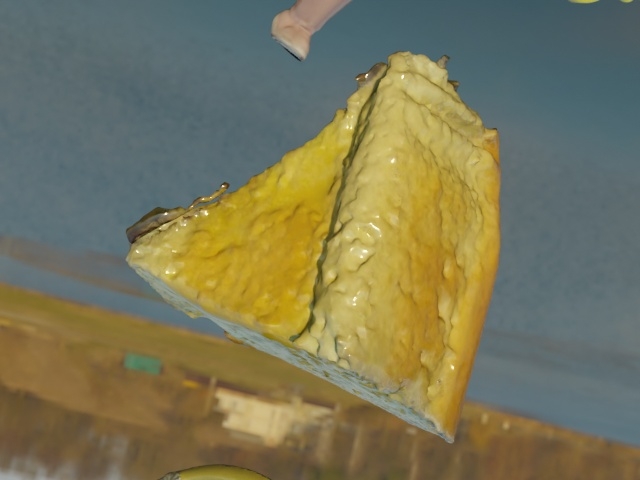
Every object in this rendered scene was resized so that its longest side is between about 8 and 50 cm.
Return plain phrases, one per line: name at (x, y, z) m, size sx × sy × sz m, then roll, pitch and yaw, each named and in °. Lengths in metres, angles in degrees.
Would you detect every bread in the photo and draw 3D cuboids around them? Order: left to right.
bread at (0.000, 0.000, 0.716) m, size 0.160 × 0.169 × 0.140 m, roll 1°, pitch 156°, yaw 38°

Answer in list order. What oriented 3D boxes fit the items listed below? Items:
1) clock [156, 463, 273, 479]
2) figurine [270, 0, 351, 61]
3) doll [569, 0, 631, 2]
clock at (-0.076, 0.257, 0.877) m, size 0.237 × 0.237 × 0.057 m, roll 8°, pitch 160°, yaw 40°
figurine at (0.058, -0.258, 0.974) m, size 0.176 × 0.287 × 0.186 m, roll 46°, pitch 173°, yaw -30°
doll at (0.273, -0.336, 1.599) m, size 0.135 × 0.099 × 0.241 m, roll 58°, pitch 179°, yaw -42°
